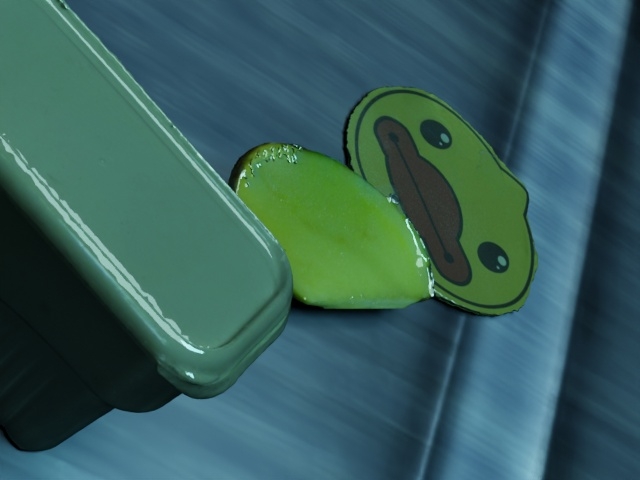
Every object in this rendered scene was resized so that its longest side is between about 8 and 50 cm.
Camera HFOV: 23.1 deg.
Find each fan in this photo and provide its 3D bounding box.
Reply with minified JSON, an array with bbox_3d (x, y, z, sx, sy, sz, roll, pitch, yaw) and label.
[{"bbox_3d":[0.080,-0.033,1.318,0.335,0.011,0.229,-7,66,-47],"label":"fan"}]

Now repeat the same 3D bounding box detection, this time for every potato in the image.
[{"bbox_3d":[0.000,0.000,1.180,0.198,0.054,0.119,18,66,-36],"label":"potato"}]

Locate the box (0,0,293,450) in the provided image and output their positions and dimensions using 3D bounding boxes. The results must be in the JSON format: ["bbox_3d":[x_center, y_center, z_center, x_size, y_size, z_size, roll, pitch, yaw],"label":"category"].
[{"bbox_3d":[-0.165,-0.004,0.925,0.274,0.178,0.138,50,39,-2],"label":"box"}]
